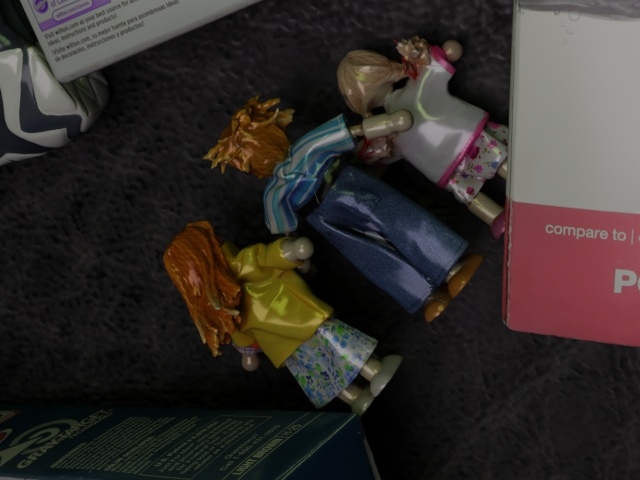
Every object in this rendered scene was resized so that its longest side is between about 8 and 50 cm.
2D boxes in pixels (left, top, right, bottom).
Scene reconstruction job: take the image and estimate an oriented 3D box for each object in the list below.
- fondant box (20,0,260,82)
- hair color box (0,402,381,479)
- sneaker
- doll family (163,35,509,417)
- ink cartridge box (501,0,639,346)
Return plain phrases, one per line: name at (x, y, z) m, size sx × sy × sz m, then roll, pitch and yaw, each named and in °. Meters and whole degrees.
fondant box at (-0.099, -0.282, 0.705) m, size 0.238 × 0.096 × 0.330 m, roll -17°, pitch 104°, yaw 25°
hair color box at (-0.113, 0.203, 0.848) m, size 0.347 × 0.105 × 0.174 m, roll -4°, pitch 109°, yaw 39°
sneaker at (-0.258, -0.138, 0.821) m, size 0.153 × 0.094 × 0.235 m, roll -31°, pitch 107°, yaw 19°
doll family at (0.000, 0.000, 0.764) m, size 0.163 × 0.118 × 0.263 m, roll 37°, pitch 119°, yaw 4°
ink cartridge box at (0.160, -0.119, 0.606) m, size 0.117 × 0.207 × 0.283 m, roll 6°, pitch 113°, yaw 17°
